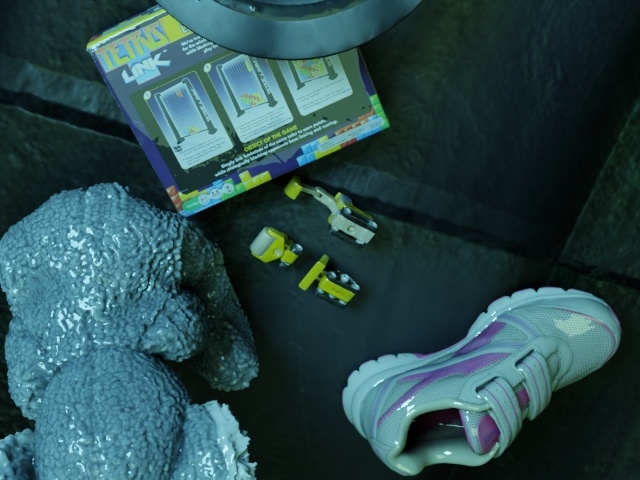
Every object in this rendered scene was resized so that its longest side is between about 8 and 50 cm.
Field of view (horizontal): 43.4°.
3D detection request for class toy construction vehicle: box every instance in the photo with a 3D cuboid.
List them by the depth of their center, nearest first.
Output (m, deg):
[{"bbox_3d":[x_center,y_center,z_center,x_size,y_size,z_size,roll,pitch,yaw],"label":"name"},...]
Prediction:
[{"bbox_3d":[0.000,0.000,0.650,0.098,0.035,0.086,26,121,-17],"label":"toy construction vehicle"}]

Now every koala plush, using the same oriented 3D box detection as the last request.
[{"bbox_3d":[-0.140,0.099,0.542,0.196,0.221,0.203,-7,137,-4],"label":"koala plush"}]

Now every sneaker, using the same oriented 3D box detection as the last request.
[{"bbox_3d":[0.146,0.132,0.689,0.252,0.111,0.103,-27,117,5],"label":"sneaker"}]

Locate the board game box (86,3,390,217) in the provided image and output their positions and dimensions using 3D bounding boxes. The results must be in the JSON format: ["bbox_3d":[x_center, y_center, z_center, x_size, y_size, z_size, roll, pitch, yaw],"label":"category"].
[{"bbox_3d":[-0.055,-0.113,0.573,0.170,0.048,0.141,-23,115,3],"label":"board game box"}]

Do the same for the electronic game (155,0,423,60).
[{"bbox_3d":[-0.020,-0.227,0.493,0.229,0.048,0.230,0,97,-2],"label":"electronic game"}]
